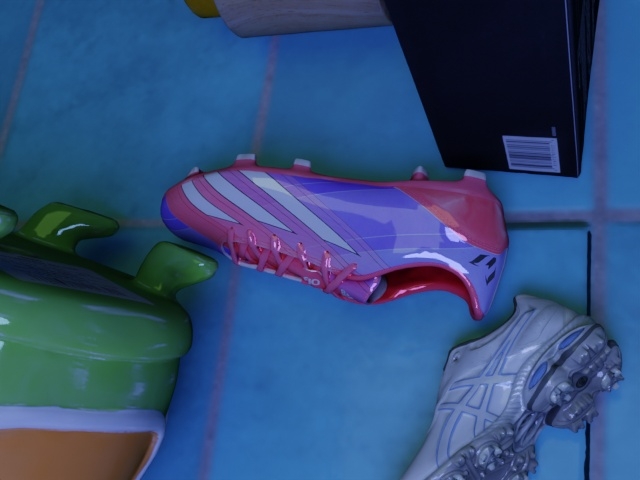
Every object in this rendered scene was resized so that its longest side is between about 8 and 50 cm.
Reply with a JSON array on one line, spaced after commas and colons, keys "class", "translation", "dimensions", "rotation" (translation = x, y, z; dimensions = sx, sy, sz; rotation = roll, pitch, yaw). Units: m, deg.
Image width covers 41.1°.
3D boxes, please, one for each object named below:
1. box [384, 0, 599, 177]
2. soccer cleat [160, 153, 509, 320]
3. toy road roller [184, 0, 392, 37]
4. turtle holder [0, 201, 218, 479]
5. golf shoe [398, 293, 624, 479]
[{"class": "box", "translation": [0.112, -0.179, 0.510], "dimensions": [0.103, 0.261, 0.184], "rotation": [7, 69, 21]}, {"class": "soccer cleat", "translation": [0.000, 0.000, 0.574], "dimensions": [0.248, 0.083, 0.095], "rotation": [2, 68, 16]}, {"class": "toy road roller", "translation": [-0.014, -0.341, 0.635], "dimensions": [0.202, 0.240, 0.330], "rotation": [0, 67, 19]}, {"class": "turtle holder", "translation": [-0.243, 0.074, 0.535], "dimensions": [0.320, 0.243, 0.228], "rotation": [17, 90, 15]}, {"class": "golf shoe", "translation": [0.095, 0.106, 0.515], "dimensions": [0.176, 0.069, 0.086], "rotation": [-42, 41, -6]}]
